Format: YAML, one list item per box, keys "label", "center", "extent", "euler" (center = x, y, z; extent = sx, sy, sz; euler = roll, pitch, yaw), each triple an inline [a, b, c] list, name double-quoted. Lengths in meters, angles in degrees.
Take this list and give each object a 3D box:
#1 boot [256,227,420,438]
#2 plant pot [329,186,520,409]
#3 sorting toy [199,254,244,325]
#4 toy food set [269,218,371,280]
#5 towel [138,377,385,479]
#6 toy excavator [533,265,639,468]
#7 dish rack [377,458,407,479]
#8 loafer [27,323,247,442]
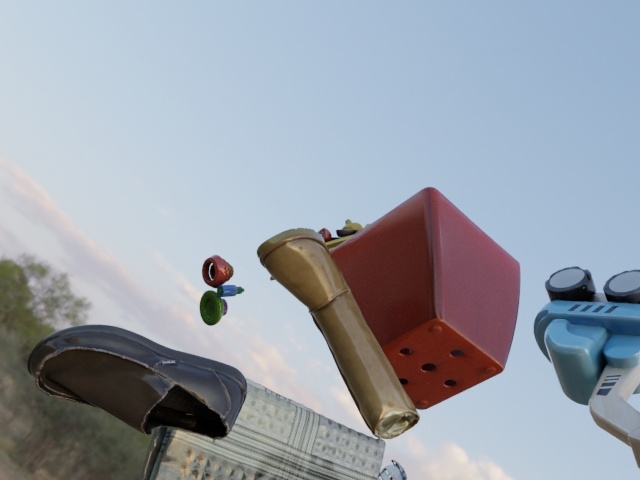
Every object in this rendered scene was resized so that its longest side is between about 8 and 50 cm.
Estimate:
- label: "boot"
  center: [0.032, 0.128, 1.048]
  extent: [0.236, 0.089, 0.270]
  euler: [36, 24, -59]
- label: "plant pot"
  center: [0.173, 0.123, 1.285]
  extent: [0.267, 0.236, 0.267]
  euler: [-34, -56, 31]
- label: "sorting toy"
  center: [-0.141, 0.071, 1.094]
  extent: [0.042, 0.102, 0.061]
  euler: [2, 0, -43]
- label: "toy food set"
  center: [0.000, 0.000, 1.487]
  extent: [0.128, 0.217, 0.071]
  euler: [118, -46, -66]
- label: "towel"
  center: [-0.084, 0.339, 0.920]
  extent: [0.324, 0.312, 0.056]
  euler: [31, -22, -29]
- label: "toy excavator"
  center: [0.596, 0.268, 1.554]
  extent: [0.432, 0.445, 0.222]
  euler: [-1, -58, 47]
- label: "dish rack"
  center: [0.010, 0.416, 1.131]
  extent: [0.074, 0.271, 0.208]
  euler: [49, -6, 2]
- label: "loafer"
  center: [-0.176, 0.144, 0.747]
  extent: [0.219, 0.078, 0.080]
  euler: [13, -62, -14]
